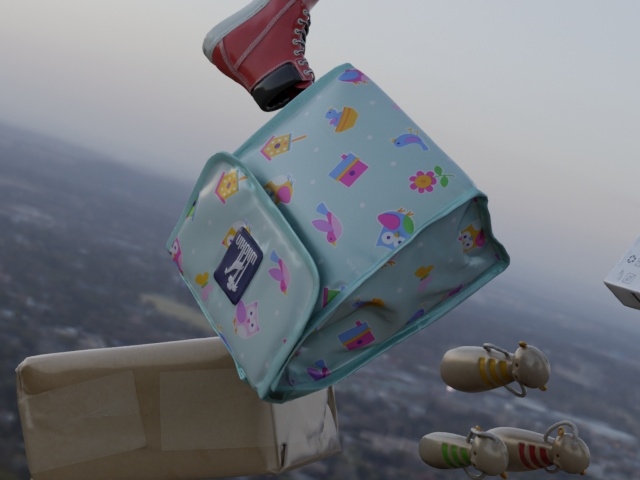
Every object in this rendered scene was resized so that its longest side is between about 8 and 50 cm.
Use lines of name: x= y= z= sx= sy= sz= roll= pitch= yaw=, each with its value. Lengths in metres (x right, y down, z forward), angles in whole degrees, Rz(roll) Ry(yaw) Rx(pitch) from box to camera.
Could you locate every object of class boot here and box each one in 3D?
boot: x=-0.027 y=-0.297 z=1.744 sx=0.176 sy=0.244 sz=0.088 roll=44 pitch=-10 yaw=24

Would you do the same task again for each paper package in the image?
paper package: x=-0.166 y=0.212 z=1.532 sx=0.324 sy=0.168 sz=0.309 roll=-7 pitch=-6 yaw=15

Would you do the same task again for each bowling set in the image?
bowling set: x=0.199 y=0.274 z=1.330 sx=0.154 sy=0.200 sz=0.287 roll=-10 pitch=-64 yaw=54

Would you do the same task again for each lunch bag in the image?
lunch bag: x=0.000 y=0.000 z=1.102 sx=0.223 sy=0.262 sz=0.160 roll=52 pitch=-4 yaw=37

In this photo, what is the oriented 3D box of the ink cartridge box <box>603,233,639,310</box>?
ink cartridge box: x=0.528 y=0.038 z=1.554 sx=0.065 sy=0.165 sz=0.332 roll=45 pitch=-10 yaw=-22
